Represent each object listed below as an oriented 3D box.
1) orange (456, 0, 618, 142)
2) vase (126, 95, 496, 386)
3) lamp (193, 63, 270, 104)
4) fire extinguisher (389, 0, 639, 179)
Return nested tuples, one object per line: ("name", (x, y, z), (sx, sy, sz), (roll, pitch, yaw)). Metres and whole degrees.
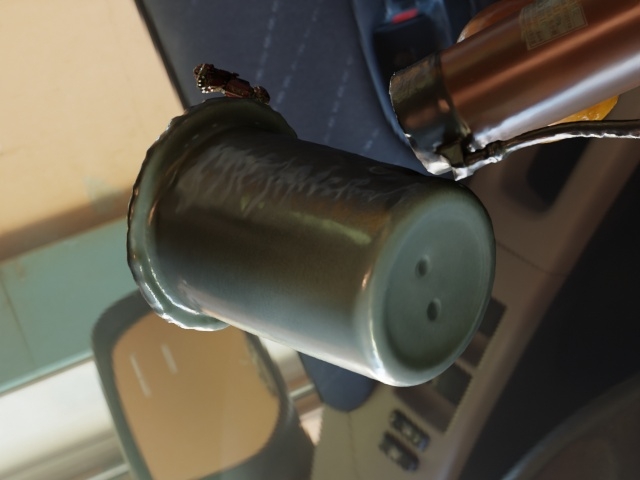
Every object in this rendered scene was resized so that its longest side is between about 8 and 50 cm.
("orange", (0.307, -0.241, 1.447), (0.171, 0.240, 0.240), (87, 157, -50))
("vase", (0.000, 0.000, 0.932), (0.291, 0.245, 0.245), (15, 130, 43))
("lamp", (-0.091, -0.160, 1.058), (0.031, 0.083, 0.063), (-64, 18, 14))
("fire extinguisher", (0.258, -0.156, 0.930), (0.113, 0.376, 0.200), (12, -124, -60))
